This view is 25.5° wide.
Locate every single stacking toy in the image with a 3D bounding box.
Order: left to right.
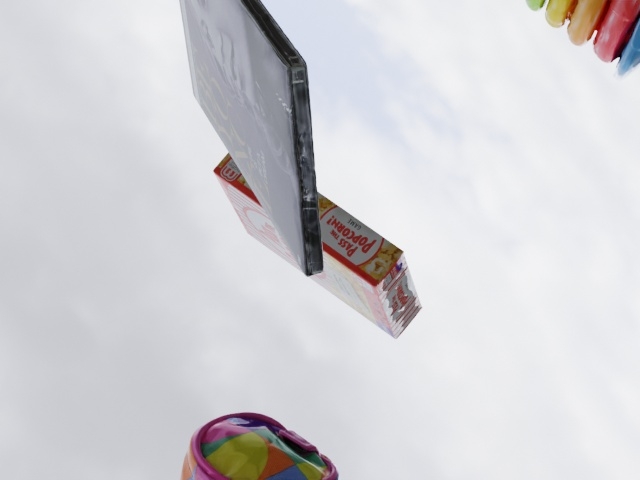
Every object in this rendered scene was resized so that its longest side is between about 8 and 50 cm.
[{"bbox_3d":[0.285,-0.330,1.714,0.302,0.175,0.166,26,-176,7],"label":"stacking toy"}]

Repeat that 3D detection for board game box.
[{"bbox_3d":[0.000,0.000,1.316,0.193,0.045,0.147,35,168,23],"label":"board game box"}]

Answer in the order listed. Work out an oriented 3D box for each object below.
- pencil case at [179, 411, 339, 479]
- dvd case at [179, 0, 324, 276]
[{"bbox_3d":[-0.054,0.228,0.904,0.104,0.236,0.104,10,-156,-4],"label":"pencil case"},{"bbox_3d":[-0.052,-0.104,0.924,0.018,0.164,0.221,-18,-136,-14],"label":"dvd case"}]
